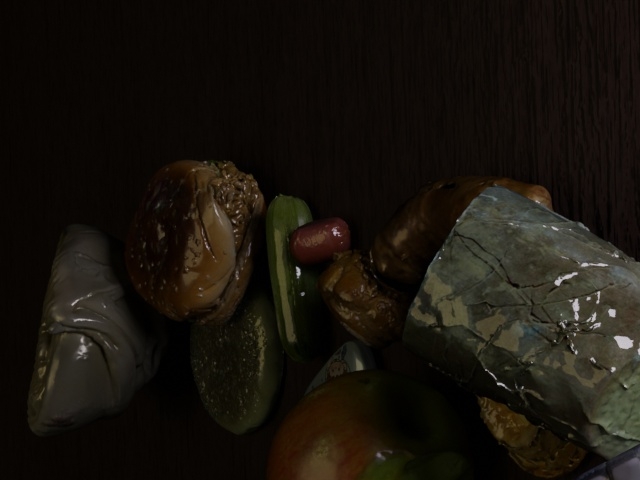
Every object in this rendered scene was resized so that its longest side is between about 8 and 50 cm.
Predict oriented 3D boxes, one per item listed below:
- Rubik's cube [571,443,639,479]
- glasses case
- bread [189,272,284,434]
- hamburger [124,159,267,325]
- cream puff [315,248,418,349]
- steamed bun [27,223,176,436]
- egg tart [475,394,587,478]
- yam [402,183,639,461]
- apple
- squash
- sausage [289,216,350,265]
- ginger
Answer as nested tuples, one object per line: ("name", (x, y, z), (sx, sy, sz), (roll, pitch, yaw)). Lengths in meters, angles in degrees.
("Rubik's cube", (0.348, 0.288, 1.270), (0.238, 0.237, 0.237), (-42, 58, 47))
("glasses case", (0.025, 0.199, 1.974), (0.178, 0.045, 0.067), (-55, 49, 45))
("bread", (-0.134, 0.168, 2.235), (0.267, 0.040, 0.267), (7, 98, 58))
("hamburger", (-0.182, 0.000, 2.173), (0.286, 0.146, 0.243), (-31, 60, 45))
("cream puff", (0.066, 0.067, 1.829), (0.103, 0.126, 0.144), (-48, 36, 10))
("steamed bun", (-0.344, 0.148, 2.379), (0.324, 0.219, 0.309), (-107, 28, -68))
("egg tart", (0.231, 0.170, 1.615), (0.191, 0.074, 0.191), (12, 105, 55))
("yam", (0.228, 0.091, 1.454), (0.271, 0.201, 0.202), (28, 126, 19))
("apple", (0.065, 0.275, 1.735), (0.226, 0.246, 0.246), (-46, 53, 29))
("squash", (-0.036, 0.052, 2.040), (0.069, 0.069, 0.239), (-15, 80, 58))
("sausage", (0.000, 0.000, 1.974), (0.094, 0.059, 0.054), (-15, 109, 39))
("ginger", (0.172, -0.011, 1.663), (0.309, 0.107, 0.133), (-9, 71, 55))
